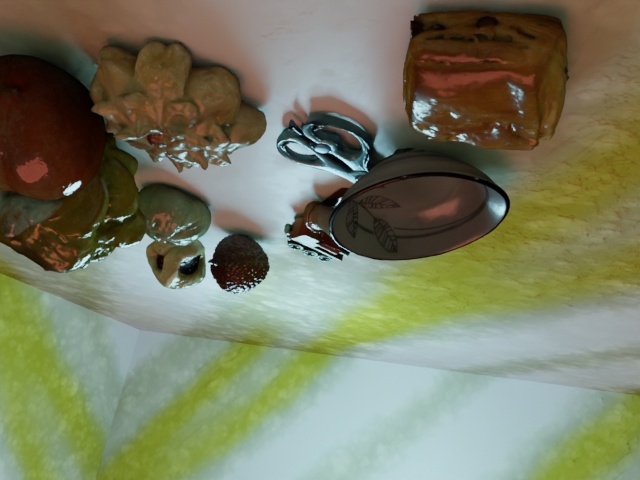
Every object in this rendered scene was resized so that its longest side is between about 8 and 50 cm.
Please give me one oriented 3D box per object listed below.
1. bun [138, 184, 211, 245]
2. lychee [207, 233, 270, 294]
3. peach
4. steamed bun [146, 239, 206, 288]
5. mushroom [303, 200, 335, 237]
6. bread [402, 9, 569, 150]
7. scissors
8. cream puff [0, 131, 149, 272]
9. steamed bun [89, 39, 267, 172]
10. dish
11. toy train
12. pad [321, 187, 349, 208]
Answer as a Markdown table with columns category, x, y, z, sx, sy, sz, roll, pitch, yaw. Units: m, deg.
| category | x | y | z | sx | sy | sz | roll | pitch | yaw |
| --- | --- | --- | --- | --- | --- | --- | --- | --- | --- |
| bun | -0.366 | -0.052 | 1.703 | 0.195 | 0.118 | 0.195 | 14 | 160 | 5 |
| lychee | -0.227 | 0.063 | 1.880 | 0.197 | 0.165 | 0.165 | 6 | 169 | -37 |
| peach | -0.488 | -0.191 | 1.176 | 0.252 | 0.253 | 0.252 | 12 | 162 | 4 |
| steamed bun | -0.393 | 0.033 | 1.955 | 0.140 | 0.172 | 0.155 | -20 | 154 | -38 |
| mushroom | 0.064 | -0.039 | 1.485 | 0.212 | 0.088 | 0.097 | 7 | -166 | 35 |
| bread | 0.207 | -0.194 | 0.904 | 0.210 | 0.099 | 0.235 | 8 | 162 | 15 |
| scissors | 0.080 | -0.128 | 1.299 | 0.180 | 0.032 | 0.393 | -8 | 153 | 44 |
| cream puff | -0.515 | -0.114 | 1.426 | 0.378 | 0.276 | 0.378 | 27 | -166 | -7 |
| steamed bun | -0.240 | -0.194 | 1.162 | 0.292 | 0.137 | 0.295 | 14 | 160 | -15 |
| dish | 0.168 | -0.075 | 1.233 | 0.316 | 0.106 | 0.316 | -3 | 153 | -2 |
| toy train | 0.000 | 0.000 | 1.674 | 0.175 | 0.074 | 0.118 | 26 | 159 | -32 |
| pad | 0.080 | -0.055 | 1.568 | 0.181 | 0.004 | 0.267 | 18 | 162 | -15 |
